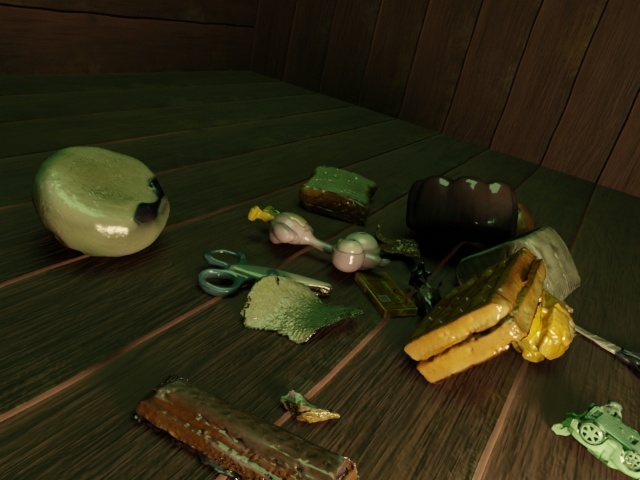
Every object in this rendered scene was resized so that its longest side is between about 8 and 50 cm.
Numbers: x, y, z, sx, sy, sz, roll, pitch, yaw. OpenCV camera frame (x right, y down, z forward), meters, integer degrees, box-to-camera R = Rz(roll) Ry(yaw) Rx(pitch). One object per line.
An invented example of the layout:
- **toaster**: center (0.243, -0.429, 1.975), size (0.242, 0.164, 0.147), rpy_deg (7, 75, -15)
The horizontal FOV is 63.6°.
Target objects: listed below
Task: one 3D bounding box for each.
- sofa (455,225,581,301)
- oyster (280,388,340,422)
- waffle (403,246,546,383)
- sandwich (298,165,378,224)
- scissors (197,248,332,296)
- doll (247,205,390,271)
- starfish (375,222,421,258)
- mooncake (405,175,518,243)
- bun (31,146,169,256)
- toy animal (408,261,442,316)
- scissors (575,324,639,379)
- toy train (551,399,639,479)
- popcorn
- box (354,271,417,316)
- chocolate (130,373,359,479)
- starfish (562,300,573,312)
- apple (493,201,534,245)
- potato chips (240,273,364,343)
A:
- **sofa**: center (0.492, 0.085, 1.293), size (0.210, 0.225, 0.176), rpy_deg (-17, 82, -48)
- **oyster**: center (-0.019, 0.263, 0.801), size (0.093, 0.034, 0.051), rpy_deg (15, 7, 32)
- **waffle**: center (0.313, 0.134, 1.008), size (0.098, 0.224, 0.327), rpy_deg (55, 35, 2)
- **sandwich**: center (0.060, -0.153, 1.625), size (0.226, 0.087, 0.251), rpy_deg (14, 25, 5)
- **scissors**: center (-0.115, 0.082, 1.109), size (0.289, 0.041, 0.138), rpy_deg (10, 37, -8)
- **doll**: center (0.000, 0.001, 1.264), size (0.365, 0.094, 0.160), rpy_deg (18, 11, 19)
- **starfish**: center (0.208, 0.008, 1.415), size (0.138, 0.050, 0.247), rpy_deg (18, 15, 5)
- **mooncake**: center (0.397, -0.085, 1.446), size (0.305, 0.154, 0.306), rpy_deg (6, -6, 1)
- **bun**: center (-0.477, -0.065, 1.113), size (0.283, 0.179, 0.283), rpy_deg (25, 33, -18)
- **toy animal**: center (0.243, 0.127, 1.163), size (0.105, 0.070, 0.202), rpy_deg (41, 23, -11)
- **scissors**: center (0.660, 0.245, 1.167), size (0.109, 0.022, 0.300), rpy_deg (-16, 36, -41)
- **toy train**: center (0.477, 0.329, 0.853), size (0.099, 0.081, 0.149), rpy_deg (-11, 40, -41)
- **popcorn**: center (0.456, 0.175, 1.075), size (0.152, 0.149, 0.167), rpy_deg (-8, -6, 33)
- **box**: center (0.147, 0.121, 1.178), size (0.089, 0.022, 0.156), rpy_deg (-2, 29, -25)
- **chocolate**: center (-0.106, 0.270, 0.707), size (0.329, 0.065, 0.102), rpy_deg (20, 27, 19)
- **starfish**: center (0.546, 0.143, 1.274), size (0.150, 0.053, 0.209), rpy_deg (21, 29, 34)
- **apple**: center (0.576, -0.041, 1.574), size (0.146, 0.146, 0.131), rpy_deg (-2, 41, -28)
- **potato chips**: center (-0.031, 0.136, 1.024), size (0.228, 0.059, 0.167), rpy_deg (19, 33, 2)
